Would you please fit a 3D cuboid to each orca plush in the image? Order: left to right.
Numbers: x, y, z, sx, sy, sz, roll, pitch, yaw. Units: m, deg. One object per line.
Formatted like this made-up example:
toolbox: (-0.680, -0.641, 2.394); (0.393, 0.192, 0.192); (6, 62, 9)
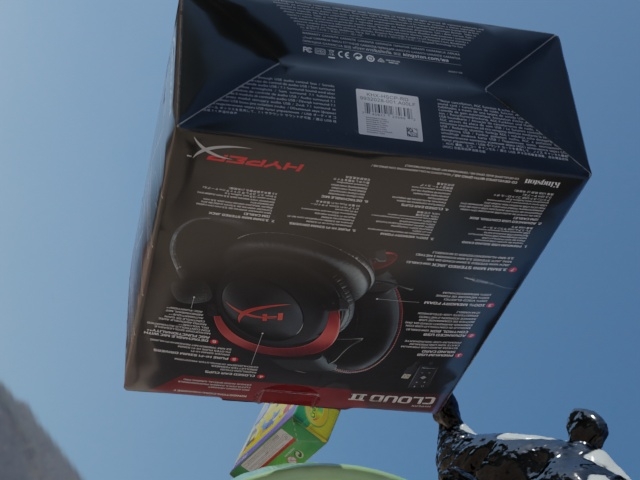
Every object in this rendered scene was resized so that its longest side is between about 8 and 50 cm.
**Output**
orca plush: (0.140, 0.177, 0.949); (0.151, 0.102, 0.287); (-60, -153, 10)

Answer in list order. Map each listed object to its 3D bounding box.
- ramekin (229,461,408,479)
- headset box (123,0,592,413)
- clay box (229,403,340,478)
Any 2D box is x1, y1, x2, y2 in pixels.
ramekin: (-0.008, 0.305, 0.870); (0.148, 0.303, 0.303); (163, -94, -82)
headset box: (0.000, 0.000, 0.730); (0.293, 0.218, 0.110); (110, -18, -51)
clay box: (-0.014, 0.168, 1.328); (0.053, 0.222, 0.127); (38, -54, -8)
